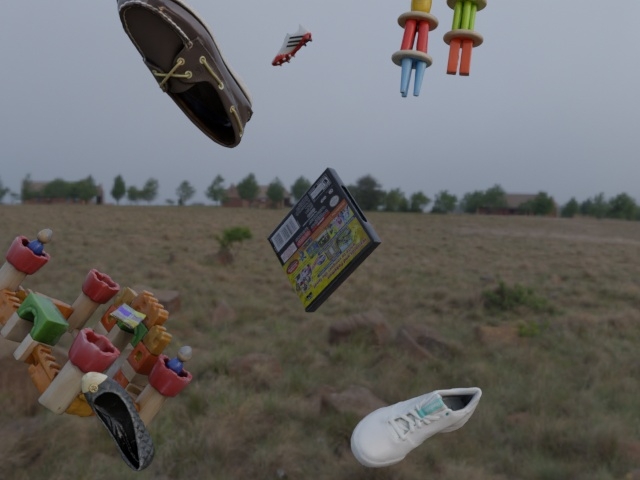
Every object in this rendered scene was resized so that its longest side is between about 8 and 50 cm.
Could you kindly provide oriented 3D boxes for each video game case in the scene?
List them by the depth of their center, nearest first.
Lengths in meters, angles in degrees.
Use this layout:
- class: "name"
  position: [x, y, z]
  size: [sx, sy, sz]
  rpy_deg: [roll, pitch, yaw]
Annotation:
- class: "video game case"
  position: [0.000, 0.000, 1.657]
  size: [0.035, 0.248, 0.275]
  rpy_deg: [8, -47, -47]

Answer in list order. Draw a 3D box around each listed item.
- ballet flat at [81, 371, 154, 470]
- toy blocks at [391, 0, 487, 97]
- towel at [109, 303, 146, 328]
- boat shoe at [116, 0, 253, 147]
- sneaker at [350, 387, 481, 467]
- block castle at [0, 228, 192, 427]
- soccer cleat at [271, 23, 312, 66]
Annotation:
- class: "ballet flat"
  position: [-0.310, 0.275, 1.022]
  size: [0.058, 0.173, 0.049]
  rpy_deg: [-34, 3, 1]
- class: "toy blocks"
  position: [0.150, -0.246, 0.843]
  size: [0.123, 0.148, 0.054]
  rpy_deg: [11, -5, -26]
- class: "towel"
  position: [-0.418, 0.164, 1.444]
  size: [0.060, 0.009, 0.083]
  rpy_deg: [31, 13, 0]
- class: "boat shoe"
  position: [-0.216, -0.275, 1.081]
  size: [0.117, 0.096, 0.324]
  rpy_deg: [-9, -31, 22]
- class: "sneaker"
  position: [0.141, 0.255, 0.958]
  size: [0.212, 0.080, 0.094]
  rpy_deg: [-16, -27, -29]
- class: "block castle"
  position: [-0.493, 0.181, 1.433]
  size: [0.453, 0.212, 0.303]
  rpy_deg: [37, 0, 40]
- class: "soccer cleat"
  position: [-0.051, -0.320, 1.092]
  size: [0.083, 0.035, 0.029]
  rpy_deg: [-37, -9, 17]
